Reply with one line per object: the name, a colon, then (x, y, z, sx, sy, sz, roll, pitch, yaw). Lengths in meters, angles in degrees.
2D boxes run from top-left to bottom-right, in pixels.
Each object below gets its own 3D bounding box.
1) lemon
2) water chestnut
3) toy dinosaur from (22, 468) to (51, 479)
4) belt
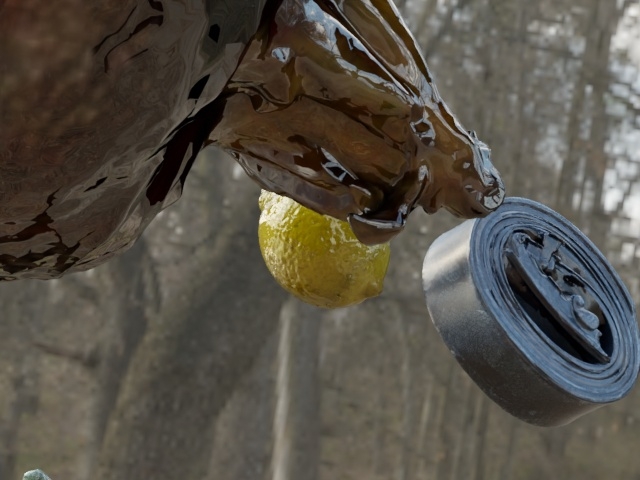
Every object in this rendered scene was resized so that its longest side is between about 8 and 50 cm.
lemon: (0.000, 0.000, 0.754, 0.083, 0.062, 0.062, 40, -2, 20)
water chestnut: (-0.077, -0.118, 0.541, 0.347, 0.335, 0.335, 25, -13, -7)
toy dinosaur: (-0.105, 0.233, 0.835, 0.242, 0.053, 0.167, 51, 0, 3)
belt: (0.172, 0.058, 1.187, 0.190, 0.141, 0.082, 49, -40, -5)
